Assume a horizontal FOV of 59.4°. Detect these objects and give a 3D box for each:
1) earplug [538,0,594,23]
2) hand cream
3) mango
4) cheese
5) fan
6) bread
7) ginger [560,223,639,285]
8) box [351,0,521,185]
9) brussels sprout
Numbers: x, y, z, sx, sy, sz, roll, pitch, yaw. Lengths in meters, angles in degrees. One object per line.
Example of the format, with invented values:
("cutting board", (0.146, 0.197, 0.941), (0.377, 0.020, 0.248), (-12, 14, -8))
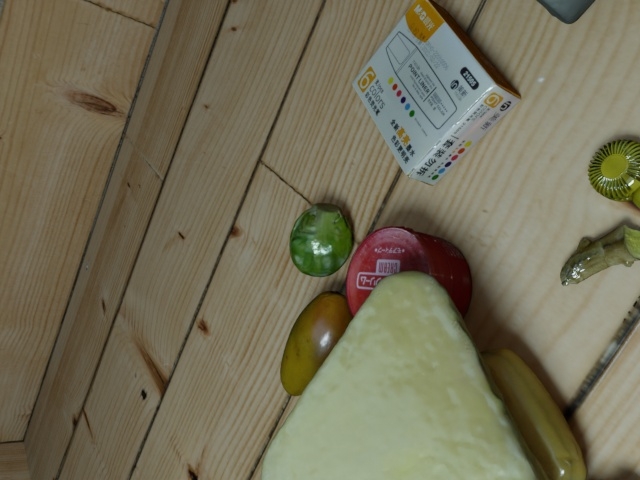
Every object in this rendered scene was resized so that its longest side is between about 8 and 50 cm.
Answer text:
("earplug", (0.348, -0.534, 0.708), (0.394, 0.312, 0.313), (-50, 48, 30))
("hand cream", (0.148, 0.077, 0.952), (0.193, 0.125, 0.193), (-14, 71, 49))
("mango", (-0.008, 0.216, 1.114), (0.138, 0.113, 0.253), (52, 122, 43))
("cheese", (0.081, 0.267, 0.755), (0.383, 0.104, 0.384), (-10, 68, 24))
("fan", (0.417, -0.070, 0.732), (0.082, 0.039, 0.155), (-53, 47, 28))
("bread", (0.270, 0.261, 0.785), (0.147, 0.098, 0.217), (-41, 54, 29))
("ginger", (0.383, 0.017, 0.753), (0.137, 0.044, 0.058), (-34, 75, 43))
("box", (0.191, -0.268, 1.002), (0.221, 0.091, 0.274), (-49, 49, 30))
("brussels sprout", (-0.002, 0.000, 1.153), (0.155, 0.117, 0.155), (0, 90, 56))
